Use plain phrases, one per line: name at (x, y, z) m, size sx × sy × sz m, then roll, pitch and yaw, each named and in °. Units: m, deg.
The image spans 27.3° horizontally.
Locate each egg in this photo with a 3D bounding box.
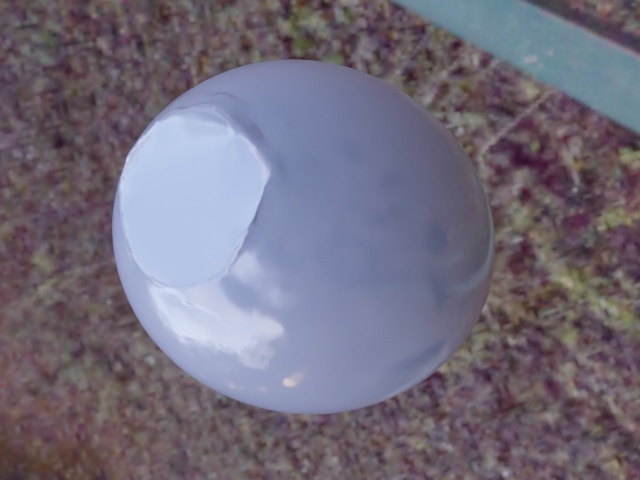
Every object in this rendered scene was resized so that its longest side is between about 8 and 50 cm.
egg at (0.000, 0.000, 0.674) m, size 0.176 × 0.232 × 0.176 m, roll -3°, pitch 84°, yaw 32°
